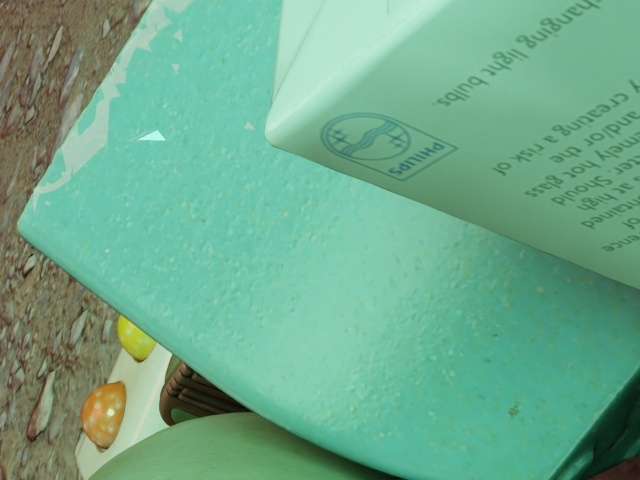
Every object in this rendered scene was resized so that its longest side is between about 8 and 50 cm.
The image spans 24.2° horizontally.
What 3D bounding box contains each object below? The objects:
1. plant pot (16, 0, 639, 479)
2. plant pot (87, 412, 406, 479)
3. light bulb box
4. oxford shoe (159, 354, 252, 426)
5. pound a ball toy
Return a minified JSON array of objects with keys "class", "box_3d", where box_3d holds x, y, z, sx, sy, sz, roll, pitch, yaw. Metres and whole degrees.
[{"class":"plant pot","box_3d":[0.072,-0.023,0.684,0.252,0.248,0.247,41,109,21]},{"class":"plant pot","box_3d":[-0.040,0.219,0.622,0.305,0.333,0.334,-85,19,-80]},{"class":"light bulb box","box_3d":[0.201,-0.163,0.510,0.225,0.361,0.358,-32,46,50]},{"class":"oxford shoe","box_3d":[0.000,0.000,1.056,0.348,0.123,0.130,-47,40,21]},{"class":"pound a ball toy","box_3d":[-0.120,0.089,1.215,0.319,0.135,0.208,-65,27,9]}]
